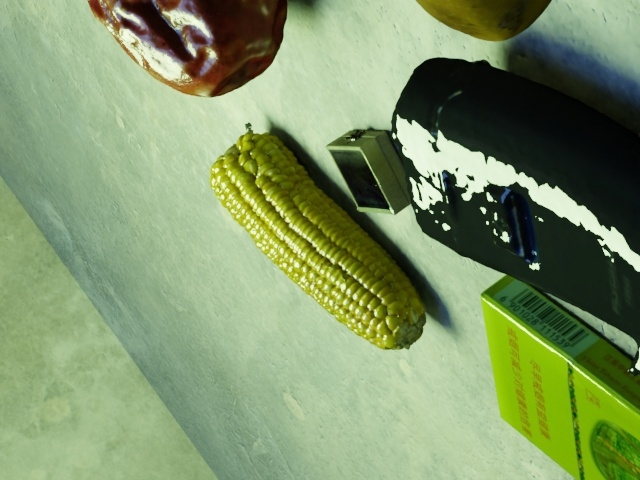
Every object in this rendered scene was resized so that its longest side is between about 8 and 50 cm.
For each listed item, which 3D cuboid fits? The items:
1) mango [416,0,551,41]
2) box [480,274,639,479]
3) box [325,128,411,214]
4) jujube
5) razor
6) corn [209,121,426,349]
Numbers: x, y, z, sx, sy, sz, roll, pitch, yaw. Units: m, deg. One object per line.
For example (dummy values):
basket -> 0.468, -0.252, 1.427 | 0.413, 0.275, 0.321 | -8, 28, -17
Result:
mango -> 0.084, -0.259, 1.077 | 0.359, 0.144, 0.187 | 61, -156, -57
box -> 0.277, 0.182, 1.521 | 0.335, 0.047, 0.187 | 39, 154, 40
box -> 0.050, -0.070, 1.668 | 0.083, 0.035, 0.079 | 61, 160, -16
jujube -> -0.141, -0.257, 1.626 | 0.250, 0.174, 0.174 | 55, 160, 13
razor -> 0.193, -0.022, 1.307 | 0.327, 0.107, 0.189 | 34, 150, 44
corn -> -0.004, 0.002, 1.811 | 0.313, 0.102, 0.102 | 46, 158, 26
